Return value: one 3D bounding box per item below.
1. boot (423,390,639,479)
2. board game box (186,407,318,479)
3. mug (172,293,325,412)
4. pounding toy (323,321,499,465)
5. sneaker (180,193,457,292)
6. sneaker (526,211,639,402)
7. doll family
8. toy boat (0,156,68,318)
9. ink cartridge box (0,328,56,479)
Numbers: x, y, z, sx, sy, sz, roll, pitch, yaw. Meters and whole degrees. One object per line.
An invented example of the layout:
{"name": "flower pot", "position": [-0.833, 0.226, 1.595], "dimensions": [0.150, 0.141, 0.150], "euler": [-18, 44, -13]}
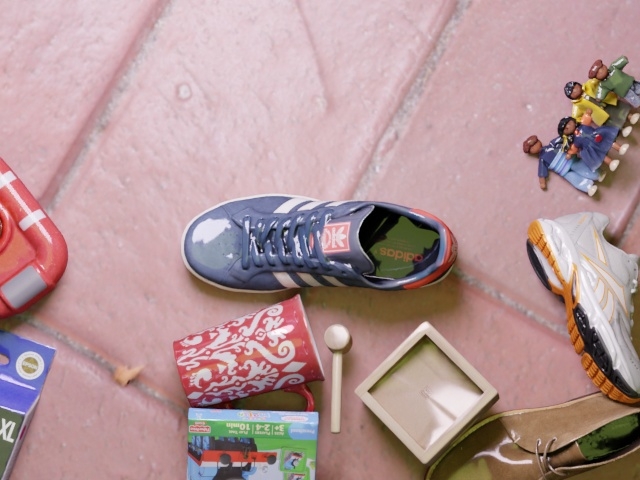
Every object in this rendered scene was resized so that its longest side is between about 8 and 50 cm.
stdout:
{"name": "boot", "position": [0.274, 0.264, 1.750], "dimensions": [0.305, 0.115, 0.112], "euler": [-22, 91, -2]}
{"name": "board game box", "position": [-0.087, 0.314, 1.733], "dimensions": [0.160, 0.039, 0.211], "euler": [2, 107, -3]}
{"name": "mug", "position": [-0.086, 0.160, 1.736], "dimensions": [0.169, 0.113, 0.150], "euler": [-16, 69, 0]}
{"name": "pounding toy", "position": [0.089, 0.186, 1.761], "dimensions": [0.181, 0.094, 0.206], "euler": [-45, 76, -2]}
{"name": "sneaker", "position": [0.000, 0.000, 1.735], "dimensions": [0.350, 0.148, 0.131], "euler": [-2, 86, -3]}
{"name": "sneaker", "position": [0.365, 0.073, 1.757], "dimensions": [0.121, 0.099, 0.262], "euler": [-19, 72, -13]}
{"name": "doll family", "position": [0.341, -0.149, 1.802], "dimensions": [0.111, 0.076, 0.193], "euler": [29, 88, -5]}
{"name": "toy boat", "position": [-0.422, -0.018, 1.713], "dimensions": [0.151, 0.151, 0.231], "euler": [-38, 89, -5]}
{"name": "ink cartridge box", "position": [-0.477, 0.280, 1.738], "dimensions": [0.176, 0.069, 0.371], "euler": [20, 83, -1]}
